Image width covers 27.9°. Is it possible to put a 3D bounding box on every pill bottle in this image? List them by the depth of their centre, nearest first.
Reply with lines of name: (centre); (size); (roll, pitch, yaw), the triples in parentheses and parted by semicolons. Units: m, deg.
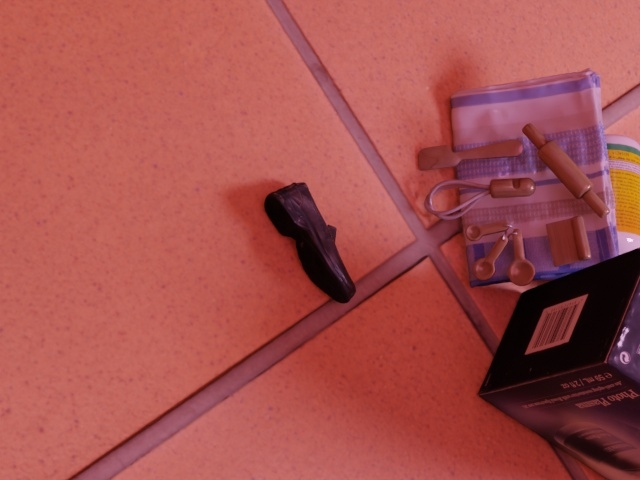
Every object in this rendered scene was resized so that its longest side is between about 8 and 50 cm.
pill bottle: (0.389, -0.033, 1.787); (0.118, 0.117, 0.208); (8, 74, -21)

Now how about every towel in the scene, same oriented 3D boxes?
towel: (0.288, -0.086, 1.743); (0.209, 0.034, 0.284); (-7, 75, 12)

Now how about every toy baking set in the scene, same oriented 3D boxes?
toy baking set: (0.250, -0.057, 1.710); (0.197, 0.030, 0.256); (-36, 73, 4)

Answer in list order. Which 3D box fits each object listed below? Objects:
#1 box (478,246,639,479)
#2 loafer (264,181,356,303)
box: (0.416, 0.183, 1.643); (0.294, 0.296, 0.182); (33, 66, -12)
loafer: (0.000, 0.000, 1.643); (0.061, 0.062, 0.170); (-33, 92, -32)
